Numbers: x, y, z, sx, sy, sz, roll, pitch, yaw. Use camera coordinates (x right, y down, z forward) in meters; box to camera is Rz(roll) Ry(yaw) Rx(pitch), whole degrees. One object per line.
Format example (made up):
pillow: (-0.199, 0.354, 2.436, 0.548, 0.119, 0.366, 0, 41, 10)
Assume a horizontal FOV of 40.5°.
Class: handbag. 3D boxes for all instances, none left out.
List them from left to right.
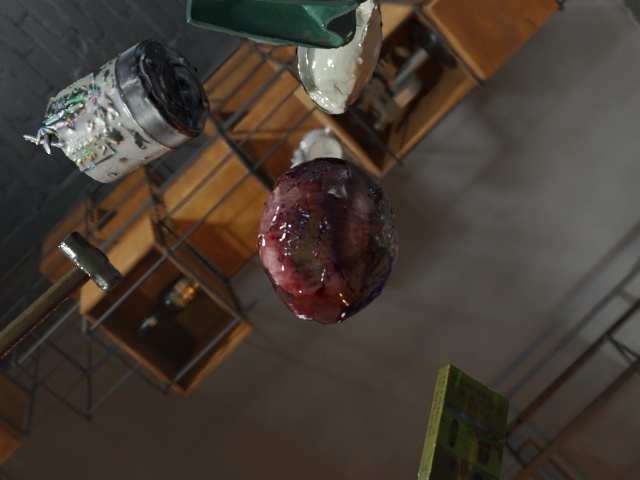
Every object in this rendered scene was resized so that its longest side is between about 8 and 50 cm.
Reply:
handbag: (-0.060, -0.400, 1.159, 0.089, 0.238, 0.327, 107, 164, -54)

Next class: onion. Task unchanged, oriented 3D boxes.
onion: (0.000, 0.000, 1.304, 0.219, 0.252, 0.252, -8, 142, 38)

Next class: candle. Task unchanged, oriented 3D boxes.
candle: (-0.361, -0.200, 1.481, 0.187, 0.330, 0.187, 50, -154, -36)

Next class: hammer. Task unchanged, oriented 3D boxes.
hammer: (-0.483, 0.141, 1.375, 0.111, 0.365, 0.043, 45, 161, 1)

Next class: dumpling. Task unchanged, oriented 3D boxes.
dumpling: (0.028, -0.346, 1.504, 0.172, 0.247, 0.142, 37, -144, 23)

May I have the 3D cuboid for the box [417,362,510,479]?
box: (0.206, 0.286, 1.233, 0.121, 0.030, 0.193, 32, -131, -17)
